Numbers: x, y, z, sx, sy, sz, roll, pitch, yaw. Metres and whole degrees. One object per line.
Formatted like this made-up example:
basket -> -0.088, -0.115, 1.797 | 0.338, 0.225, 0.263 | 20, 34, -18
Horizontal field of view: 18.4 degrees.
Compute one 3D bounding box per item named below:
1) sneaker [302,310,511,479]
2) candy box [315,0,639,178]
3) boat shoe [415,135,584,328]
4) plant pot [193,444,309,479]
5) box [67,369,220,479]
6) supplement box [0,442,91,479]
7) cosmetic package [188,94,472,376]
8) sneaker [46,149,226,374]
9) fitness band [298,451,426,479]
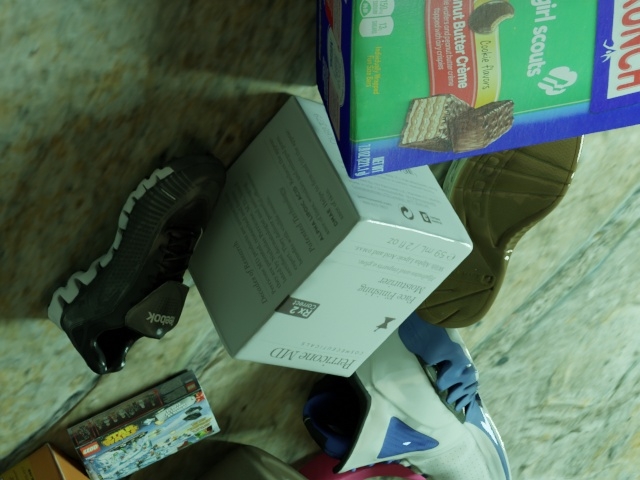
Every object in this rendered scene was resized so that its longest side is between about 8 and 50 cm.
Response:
sneaker -> 0.081, 0.187, 2.069 | 0.182, 0.127, 0.315 | -24, 139, -1
candy box -> 0.163, -0.197, 1.572 | 0.317, 0.122, 0.268 | -12, 144, -9
boat shoe -> 0.158, -0.045, 1.854 | 0.105, 0.089, 0.285 | 18, 126, -15
plant pot -> -0.094, 0.342, 2.056 | 0.229, 0.263, 0.263 | -54, 143, 3
box -> -0.174, 0.187, 1.952 | 0.137, 0.027, 0.094 | -25, 147, -6
supplement box -> -0.332, 0.299, 1.941 | 0.233, 0.080, 0.078 | -35, 145, 6
cosmetic package -> 0.000, 0.000, 1.721 | 0.151, 0.151, 0.183 | 13, 128, -44
sneaker -> -0.143, 0.028, 1.695 | 0.078, 0.106, 0.234 | 11, 129, -45
fitness band -> 0.054, 0.311, 2.258 | 0.209, 0.054, 0.291 | -45, 144, 22
